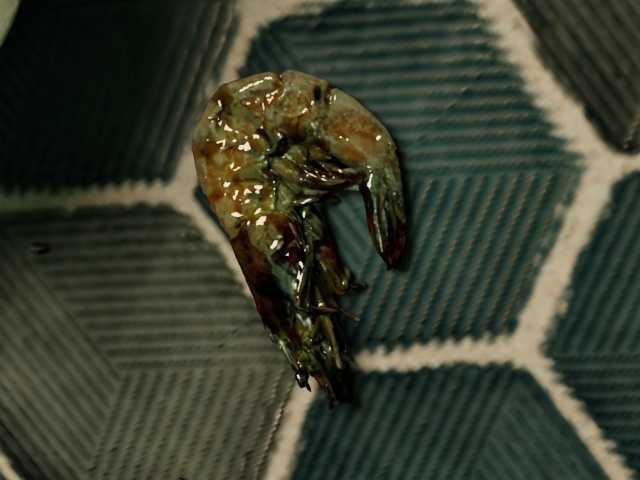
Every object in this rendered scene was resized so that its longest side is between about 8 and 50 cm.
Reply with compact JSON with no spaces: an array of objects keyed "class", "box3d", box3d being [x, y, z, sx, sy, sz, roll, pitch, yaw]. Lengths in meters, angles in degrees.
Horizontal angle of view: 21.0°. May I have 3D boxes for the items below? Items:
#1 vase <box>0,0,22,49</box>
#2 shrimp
[{"class":"vase","box3d":[-0.268,-0.142,0.717,0.301,0.156,0.251,36,145,-9]},{"class":"shrimp","box3d":[0.000,0.000,0.782,0.091,0.034,0.161,-16,102,14]}]
